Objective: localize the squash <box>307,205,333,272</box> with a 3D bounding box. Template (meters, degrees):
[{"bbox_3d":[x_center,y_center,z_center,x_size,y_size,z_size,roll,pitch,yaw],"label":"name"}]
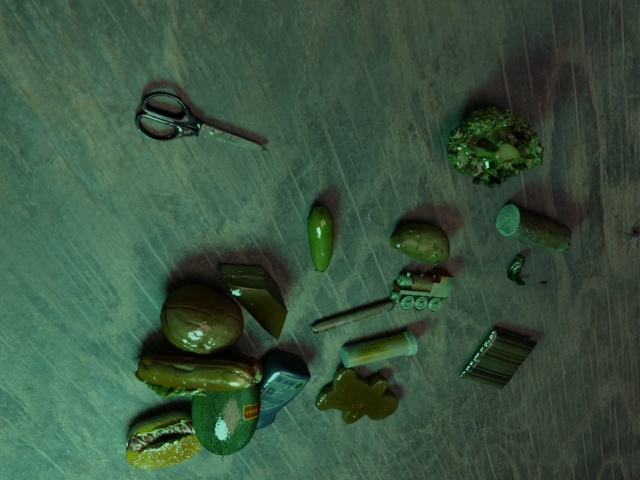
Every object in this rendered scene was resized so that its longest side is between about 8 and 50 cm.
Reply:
[{"bbox_3d":[0.000,0.000,1.735,0.066,0.066,0.201,-13,130,-17],"label":"squash"}]

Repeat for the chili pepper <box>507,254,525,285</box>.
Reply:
[{"bbox_3d":[0.590,0.097,2.092,0.055,0.035,0.118,-11,124,3],"label":"chili pepper"}]

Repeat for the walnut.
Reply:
[{"bbox_3d":[-0.283,0.193,1.673,0.207,0.167,0.167,27,108,-32],"label":"walnut"}]

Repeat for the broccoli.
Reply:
[{"bbox_3d":[0.432,-0.225,1.704,0.198,0.226,0.176,-62,168,20],"label":"broccoli"}]

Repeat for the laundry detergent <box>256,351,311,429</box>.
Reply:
[{"bbox_3d":[-0.159,0.445,1.954,0.143,0.094,0.290,23,114,-42],"label":"laundry detergent"}]

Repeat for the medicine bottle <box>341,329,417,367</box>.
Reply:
[{"bbox_3d":[0.171,0.319,2.029,0.218,0.074,0.074,-10,126,-16],"label":"medicine bottle"}]

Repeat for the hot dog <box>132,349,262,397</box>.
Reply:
[{"bbox_3d":[-0.304,0.327,1.699,0.337,0.135,0.101,-1,93,20],"label":"hot dog"}]

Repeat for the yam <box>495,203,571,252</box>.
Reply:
[{"bbox_3d":[0.616,-0.030,1.982,0.259,0.093,0.093,15,115,-32],"label":"yam"}]

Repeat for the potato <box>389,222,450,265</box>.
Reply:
[{"bbox_3d":[0.267,0.005,1.848,0.188,0.085,0.105,11,96,-26],"label":"potato"}]

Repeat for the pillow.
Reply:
[{"bbox_3d":[0.581,0.389,2.276,0.208,0.052,0.212,20,110,-31],"label":"pillow"}]

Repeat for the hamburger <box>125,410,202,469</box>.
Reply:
[{"bbox_3d":[-0.423,0.546,1.879,0.210,0.116,0.173,-13,129,-16],"label":"hamburger"}]

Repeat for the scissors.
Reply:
[{"bbox_3d":[-0.244,-0.236,1.487,0.299,0.022,0.109,13,120,-32],"label":"scissors"}]

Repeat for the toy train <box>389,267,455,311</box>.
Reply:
[{"bbox_3d":[0.281,0.133,1.955,0.175,0.074,0.119,8,109,-24],"label":"toy train"}]

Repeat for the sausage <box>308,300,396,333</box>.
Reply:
[{"bbox_3d":[0.092,0.214,1.942,0.268,0.033,0.033,-16,127,-14],"label":"sausage"}]

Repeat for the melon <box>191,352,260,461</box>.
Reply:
[{"bbox_3d":[-0.248,0.439,1.824,0.182,0.182,0.288,3,99,-26],"label":"melon"}]

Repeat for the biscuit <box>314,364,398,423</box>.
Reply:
[{"bbox_3d":[0.121,0.479,2.128,0.301,0.049,0.197,27,113,-36],"label":"biscuit"}]

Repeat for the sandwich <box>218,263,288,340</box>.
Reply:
[{"bbox_3d":[-0.152,0.144,1.743,0.096,0.094,0.258,-32,131,4],"label":"sandwich"}]
